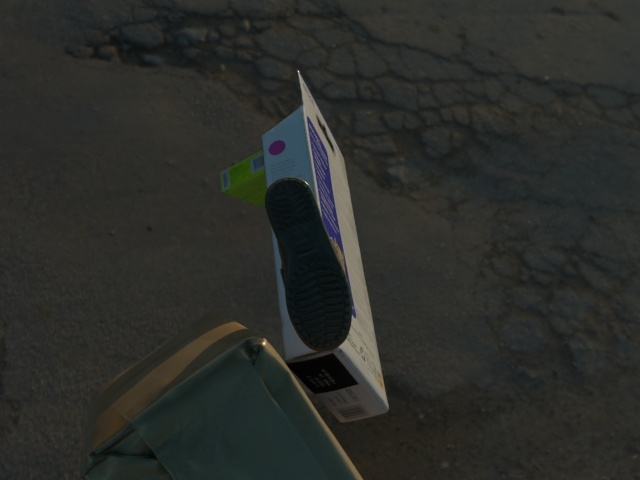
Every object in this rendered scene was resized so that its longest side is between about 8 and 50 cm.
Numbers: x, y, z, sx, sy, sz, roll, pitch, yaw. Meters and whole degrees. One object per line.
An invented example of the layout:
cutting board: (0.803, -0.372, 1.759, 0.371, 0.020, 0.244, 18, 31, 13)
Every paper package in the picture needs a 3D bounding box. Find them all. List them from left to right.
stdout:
paper package: (-0.065, 0.236, 0.703, 0.168, 0.325, 0.309, -35, 98, -14)

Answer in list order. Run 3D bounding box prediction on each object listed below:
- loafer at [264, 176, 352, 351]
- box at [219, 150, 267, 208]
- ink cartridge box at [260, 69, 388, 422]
loafer: (-0.007, 0.019, 0.643, 0.056, 0.050, 0.148, -12, 93, 4)
box: (-0.057, -0.086, 1.203, 0.178, 0.109, 0.042, 19, 55, -51)
ink cartridge box: (0.000, 0.000, 0.865, 0.069, 0.175, 0.370, -15, 55, 13)
